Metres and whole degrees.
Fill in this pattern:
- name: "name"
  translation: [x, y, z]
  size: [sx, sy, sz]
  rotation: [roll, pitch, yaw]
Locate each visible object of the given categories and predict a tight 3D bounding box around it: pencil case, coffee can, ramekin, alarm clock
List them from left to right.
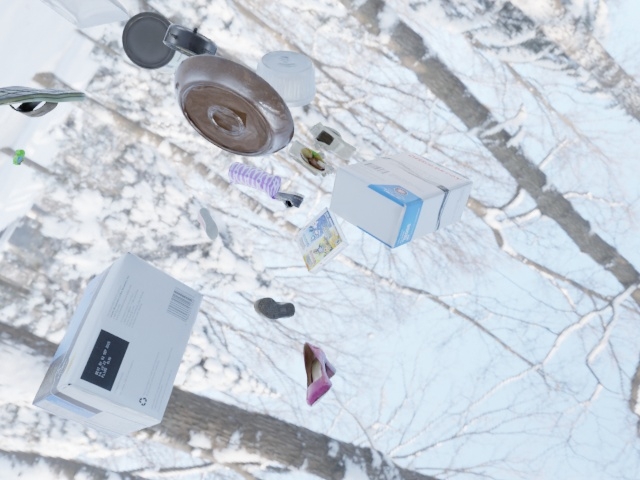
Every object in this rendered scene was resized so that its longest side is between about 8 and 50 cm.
- name: "coffee can"
  translation: [-0.619, -0.750, 2.250]
  size: [0.202, 0.201, 0.275]
  rotation: [-53, -173, 10]
- name: "alarm clock"
  translation: [-0.331, -0.501, 1.496]
  size: [0.064, 0.129, 0.192]
  rotation: [-68, -162, 3]
- name: "pencil case"
  translation: [-0.242, -0.220, 2.124]
  size: [0.206, 0.086, 0.088]
  rotation: [21, -76, 26]
- name: "ramekin"
  translation: [-0.112, -0.524, 1.877]
  size: [0.207, 0.207, 0.109]
  rotation: [-89, -175, -49]

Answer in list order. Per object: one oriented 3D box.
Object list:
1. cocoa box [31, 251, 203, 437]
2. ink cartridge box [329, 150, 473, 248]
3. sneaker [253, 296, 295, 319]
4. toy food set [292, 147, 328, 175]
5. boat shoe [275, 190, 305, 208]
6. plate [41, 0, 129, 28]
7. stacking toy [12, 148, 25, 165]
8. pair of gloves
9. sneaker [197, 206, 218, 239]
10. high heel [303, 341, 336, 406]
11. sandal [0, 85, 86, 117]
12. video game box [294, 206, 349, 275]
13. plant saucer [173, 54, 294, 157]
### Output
- name: "cocoa box"
  translation: [-0.475, 0.253, 1.396]
  size: [0.228, 0.231, 0.347]
  rotation: [-30, -143, 40]
- name: "ink cartridge box"
  translation: [0.271, -0.148, 1.938]
  size: [0.285, 0.394, 0.166]
  rotation: [34, -54, 33]
- name: "sneaker"
  translation: [-0.153, 0.212, 1.767]
  size: [0.071, 0.188, 0.066]
  rotation: [-11, -107, 30]
- name: "toy food set"
  translation: [-0.028, -0.311, 2.263]
  size: [0.039, 0.132, 0.192]
  rotation: [-53, 179, 22]
- name: "boat shoe"
  translation: [-0.139, -0.167, 2.449]
  size: [0.206, 0.075, 0.065]
  rotation: [7, -100, 57]
- name: "plate"
  translation: [-0.713, -0.710, 1.645]
  size: [0.277, 0.277, 0.045]
  rotation: [8, -107, 38]
- name: "stacking toy"
  translation: [-0.974, -0.195, 1.678]
  size: [0.166, 0.052, 0.221]
  rotation: [8, -127, 20]
- name: "pair of gloves"
  translation: [0.001, -0.357, 2.354]
  size: [0.240, 0.204, 0.042]
  rotation: [-35, -158, 43]
- name: "sneaker"
  translation: [-0.449, -0.066, 2.320]
  size: [0.051, 0.134, 0.070]
  rotation: [-24, -173, -23]
- name: "high heel"
  translation: [-0.042, 0.542, 2.381]
  size: [0.127, 0.181, 0.377]
  rotation: [-45, 179, 9]
- name: "sandal"
  translation: [-0.866, -0.422, 1.803]
  size: [0.120, 0.302, 0.086]
  rotation: [26, -64, 35]
- name: "video game box"
  translation: [0.000, 0.000, 2.249]
  size: [0.187, 0.048, 0.205]
  rotation: [-44, -136, 21]
- name: "plant saucer"
  translation: [-0.211, -0.293, 1.366]
  size: [0.310, 0.310, 0.050]
  rotation: [-21, -141, 53]
